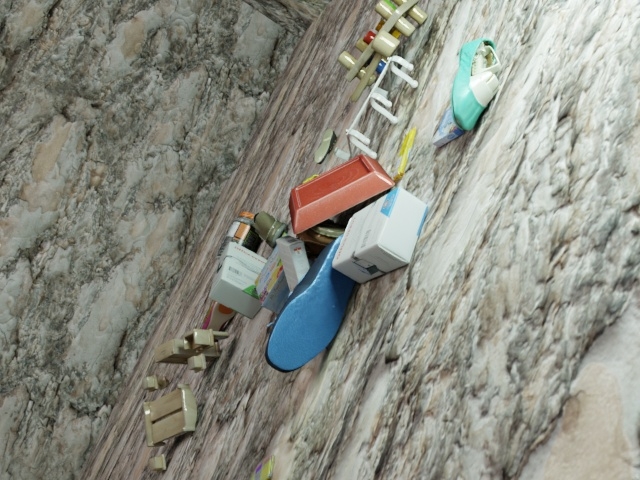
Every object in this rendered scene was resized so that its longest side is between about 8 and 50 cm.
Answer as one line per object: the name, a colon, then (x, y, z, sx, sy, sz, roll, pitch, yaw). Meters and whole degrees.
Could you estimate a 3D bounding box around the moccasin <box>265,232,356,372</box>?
moccasin: (-0.006, 0.143, 1.553, 0.342, 0.137, 0.117, -52, 7, -27)

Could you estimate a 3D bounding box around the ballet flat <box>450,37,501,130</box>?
ballet flat: (0.315, -0.325, 1.451, 0.087, 0.083, 0.247, -22, 39, 37)

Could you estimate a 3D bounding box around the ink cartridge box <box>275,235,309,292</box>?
ink cartridge box: (-0.053, 0.082, 1.777, 0.045, 0.179, 0.145, -20, 11, -13)

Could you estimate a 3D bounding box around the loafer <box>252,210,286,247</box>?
loafer: (-0.182, -0.043, 2.413, 0.094, 0.087, 0.251, -60, 16, 0)

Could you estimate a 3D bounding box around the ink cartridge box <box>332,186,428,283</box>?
ink cartridge box: (0.118, -0.007, 1.471, 0.190, 0.082, 0.140, -32, 31, 60)

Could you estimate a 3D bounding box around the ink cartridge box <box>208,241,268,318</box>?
ink cartridge box: (-0.240, 0.117, 2.200, 0.087, 0.153, 0.208, -52, 17, 27)

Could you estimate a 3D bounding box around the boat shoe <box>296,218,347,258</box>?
boat shoe: (0.000, 0.000, 1.799, 0.307, 0.110, 0.105, -136, 60, -81)

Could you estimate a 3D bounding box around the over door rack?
over door rack: (0.150, -0.332, 1.931, 0.240, 0.108, 0.324, -59, 3, -4)

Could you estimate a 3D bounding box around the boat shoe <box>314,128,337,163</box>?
boat shoe: (0.020, -0.298, 2.346, 0.048, 0.042, 0.133, -4, 55, 40)

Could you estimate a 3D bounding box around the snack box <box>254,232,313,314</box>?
snack box: (-0.105, 0.088, 1.992, 0.175, 0.070, 0.207, -59, 15, 6)

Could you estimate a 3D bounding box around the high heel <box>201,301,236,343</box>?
high heel: (-0.342, 0.257, 2.397, 0.117, 0.082, 0.244, 15, 87, 67)

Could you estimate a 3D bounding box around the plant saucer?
plant saucer: (0.034, -0.126, 1.755, 0.259, 0.048, 0.258, -26, 19, 3)

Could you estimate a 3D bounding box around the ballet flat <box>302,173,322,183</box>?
ballet flat: (-0.004, -0.156, 2.123, 0.077, 0.077, 0.231, -42, 15, 1)

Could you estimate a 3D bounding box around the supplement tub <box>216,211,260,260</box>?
supplement tub: (-0.281, 0.002, 2.581, 0.191, 0.117, 0.117, -65, 17, -19)

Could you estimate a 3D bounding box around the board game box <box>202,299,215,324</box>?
board game box: (-0.345, 0.199, 2.511, 0.141, 0.048, 0.170, 123, 167, -52)

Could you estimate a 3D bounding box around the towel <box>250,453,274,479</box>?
towel: (-0.119, 0.476, 1.471, 0.083, 0.009, 0.060, -51, 19, 29)

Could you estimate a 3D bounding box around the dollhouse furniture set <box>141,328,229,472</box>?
dollhouse furniture set: (-0.374, 0.480, 2.176, 0.303, 0.173, 0.356, -30, 61, 37)

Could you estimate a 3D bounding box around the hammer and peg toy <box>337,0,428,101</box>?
hammer and peg toy: (0.160, -0.564, 2.079, 0.266, 0.127, 0.361, -49, 3, 34)

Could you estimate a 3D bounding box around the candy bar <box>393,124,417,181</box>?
candy bar: (0.197, -0.204, 1.692, 0.040, 0.018, 0.162, -43, 24, 54)

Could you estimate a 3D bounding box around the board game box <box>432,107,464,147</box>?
board game box: (0.279, -0.248, 1.520, 0.090, 0.020, 0.090, -29, 34, 62)
